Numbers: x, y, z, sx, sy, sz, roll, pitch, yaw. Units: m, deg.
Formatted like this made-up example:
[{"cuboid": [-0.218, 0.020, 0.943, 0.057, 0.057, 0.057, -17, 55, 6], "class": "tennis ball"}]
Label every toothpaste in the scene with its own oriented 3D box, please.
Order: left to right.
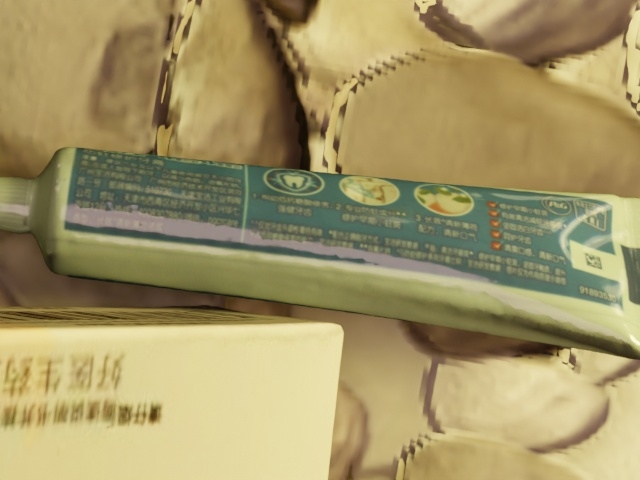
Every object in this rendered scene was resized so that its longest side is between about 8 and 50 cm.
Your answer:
[{"cuboid": [0.000, 0.000, 0.534, 0.197, 0.035, 0.057, 7, 50, -6], "class": "toothpaste"}]

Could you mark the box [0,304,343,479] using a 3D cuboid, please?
[{"cuboid": [-0.133, 0.120, 0.402, 0.353, 0.069, 0.214, 3, 94, -50], "class": "box"}]
